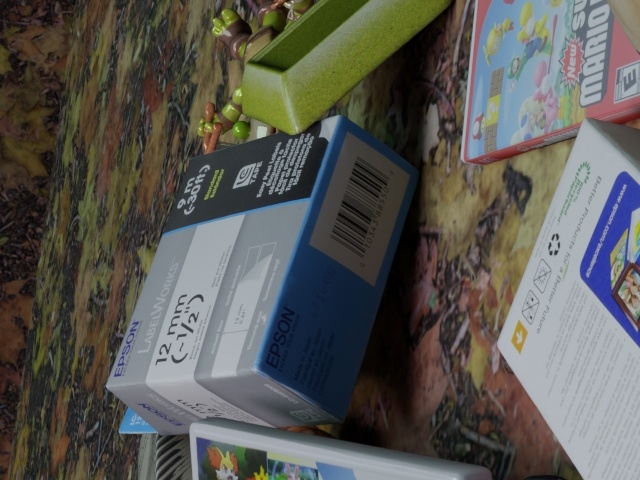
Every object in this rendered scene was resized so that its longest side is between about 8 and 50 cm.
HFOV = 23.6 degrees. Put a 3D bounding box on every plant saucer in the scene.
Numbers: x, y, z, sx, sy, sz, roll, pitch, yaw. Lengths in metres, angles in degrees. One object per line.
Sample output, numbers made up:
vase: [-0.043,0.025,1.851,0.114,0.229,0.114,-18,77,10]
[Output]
plant saucer: [0.009,-0.183,1.410,0.188,0.045,0.188,-41,20,-7]

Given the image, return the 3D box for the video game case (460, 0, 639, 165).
video game case: [0.182,-0.173,1.115,0.285,0.025,0.204,165,112,-69]

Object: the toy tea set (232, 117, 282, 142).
toy tea set: [-0.104,0.004,1.683,0.200,0.124,0.336,-131,52,-65]

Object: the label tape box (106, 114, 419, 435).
label tape box: [-0.089,0.043,1.418,0.347,0.115,0.249,-10,55,48]

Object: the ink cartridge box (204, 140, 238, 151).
ink cartridge box: [-0.117,-0.092,1.878,0.083,0.048,0.028,-113,37,-58]

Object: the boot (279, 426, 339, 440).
boot: [-0.019,0.304,1.359,0.220,0.109,0.283,-145,54,-77]

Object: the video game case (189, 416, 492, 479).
video game case: [0.012,0.296,1.135,0.329,0.036,0.300,1,96,53]

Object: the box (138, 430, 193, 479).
box: [-0.126,0.253,1.492,0.275,0.094,0.113,-106,28,-65]

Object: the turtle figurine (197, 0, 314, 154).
turtle figurine: [-0.054,-0.223,1.707,0.269,0.087,0.217,-58,23,25]

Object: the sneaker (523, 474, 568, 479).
sneaker: [0.137,0.232,0.952,0.224,0.098,0.083,-105,31,-49]

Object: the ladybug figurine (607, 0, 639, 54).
ladybug figurine: [0.239,-0.271,0.793,0.305,0.161,0.449,162,116,-69]

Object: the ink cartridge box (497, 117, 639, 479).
ink cartridge box: [0.210,0.082,0.865,0.371,0.069,0.176,-114,38,-61]
